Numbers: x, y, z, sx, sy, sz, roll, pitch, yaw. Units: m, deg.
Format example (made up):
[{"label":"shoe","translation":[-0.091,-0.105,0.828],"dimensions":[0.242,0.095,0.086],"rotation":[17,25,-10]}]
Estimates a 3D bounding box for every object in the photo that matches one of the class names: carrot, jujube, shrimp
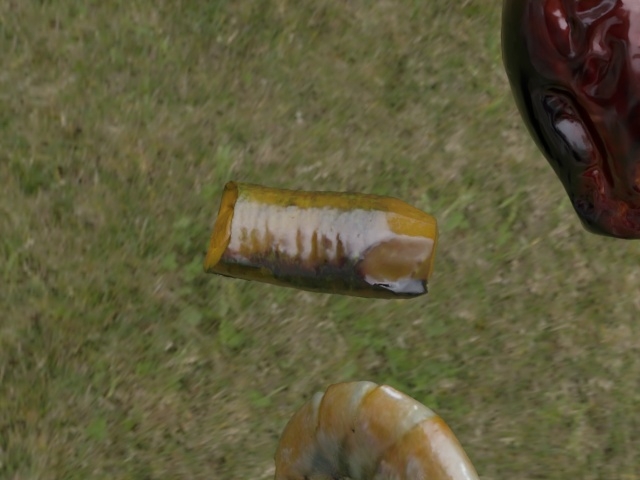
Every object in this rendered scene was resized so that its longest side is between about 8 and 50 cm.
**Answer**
[{"label":"carrot","translation":[0.000,0.000,1.063],"dimensions":[0.173,0.082,0.082],"rotation":[7,77,3]},{"label":"jujube","translation":[0.206,-0.108,0.957],"dimensions":[0.168,0.168,0.236],"rotation":[-16,116,-15]},{"label":"shrimp","translation":[0.043,0.222,0.807],"dimensions":[0.058,0.169,0.296],"rotation":[-15,96,-40]}]
